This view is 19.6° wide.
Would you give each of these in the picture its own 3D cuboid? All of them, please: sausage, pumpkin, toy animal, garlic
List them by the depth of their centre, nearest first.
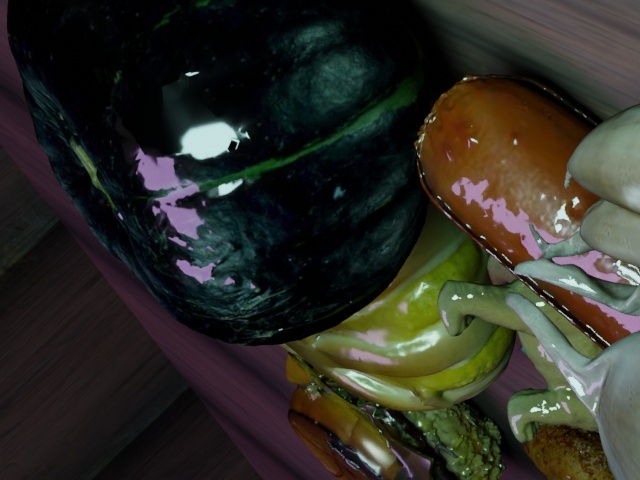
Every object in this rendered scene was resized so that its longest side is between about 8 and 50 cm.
[{"bbox_3d":[0.203,0.051,0.844,0.237,0.210,0.292,42,160,-13],"label":"garlic"},{"bbox_3d":[0.192,0.026,1.045,0.330,0.102,0.102,44,168,12],"label":"sausage"},{"bbox_3d":[-0.049,-0.090,1.175,0.315,0.238,0.315,54,160,31],"label":"pumpkin"},{"bbox_3d":[0.182,0.084,1.304,0.101,0.103,0.219,-14,120,36],"label":"toy animal"}]

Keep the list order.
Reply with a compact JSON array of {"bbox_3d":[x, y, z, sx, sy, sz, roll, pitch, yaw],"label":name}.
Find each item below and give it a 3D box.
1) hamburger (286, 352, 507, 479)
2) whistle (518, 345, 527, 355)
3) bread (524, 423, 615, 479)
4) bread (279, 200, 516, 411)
[{"bbox_3d":[0.076,0.188,1.840,0.243,0.138,0.262,37,165,30],"label":"hamburger"},{"bbox_3d":[0.228,0.136,1.409,0.186,0.039,0.039,45,168,3],"label":"whistle"},{"bbox_3d":[0.243,0.203,1.492,0.193,0.064,0.193,41,-177,-3],"label":"bread"},{"bbox_3d":[0.000,0.000,1.448,0.333,0.160,0.333,43,166,14],"label":"bread"}]
